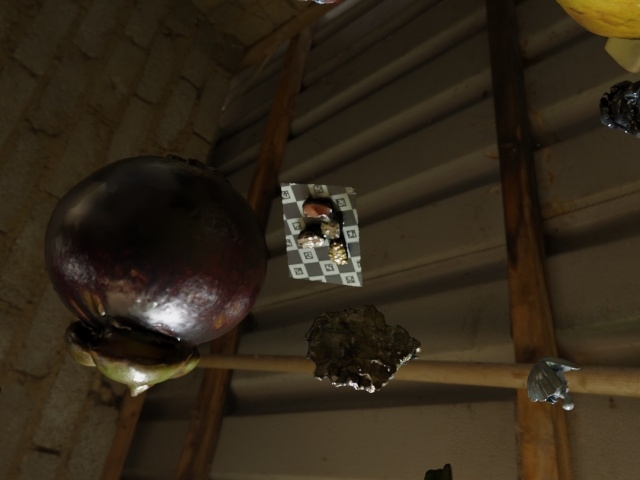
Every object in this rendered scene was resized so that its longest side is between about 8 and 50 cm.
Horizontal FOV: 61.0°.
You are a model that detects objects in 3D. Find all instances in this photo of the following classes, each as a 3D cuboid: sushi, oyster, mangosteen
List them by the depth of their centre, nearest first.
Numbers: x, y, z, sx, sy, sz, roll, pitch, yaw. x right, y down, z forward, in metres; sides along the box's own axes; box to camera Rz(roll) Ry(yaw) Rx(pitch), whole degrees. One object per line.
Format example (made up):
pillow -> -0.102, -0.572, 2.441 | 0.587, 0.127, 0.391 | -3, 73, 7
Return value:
mangosteen -> -0.231, 0.053, 0.768 | 0.307, 0.307, 0.346 | 8, -101, 51
oyster -> 0.093, 0.227, 1.138 | 0.092, 0.260, 0.198 | -51, -147, 39
sushi -> 0.000, 0.000, 1.282 | 0.193, 0.279, 0.043 | 6, -146, 14

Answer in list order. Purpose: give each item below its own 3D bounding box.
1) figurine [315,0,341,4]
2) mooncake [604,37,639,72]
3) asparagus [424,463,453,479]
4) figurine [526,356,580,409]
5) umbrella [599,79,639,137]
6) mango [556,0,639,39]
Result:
figurine -> -0.050, -0.532, 1.024 | 0.116, 0.240, 0.174 | 130, -25, -51
mooncake -> 0.623, -0.414, 0.972 | 0.235, 0.235, 0.117 | -40, -103, 21
asparagus -> 0.181, 0.480, 0.803 | 0.080, 0.080, 0.287 | -17, -109, 41
figurine -> 0.410, 0.254, 0.968 | 0.094, 0.082, 0.086 | 138, -28, -64
umbrella -> 0.433, -0.185, 0.772 | 0.071, 0.080, 0.224 | -11, -172, 20
mango -> 0.372, -0.310, 0.631 | 0.167, 0.262, 0.129 | 3, -92, 45
